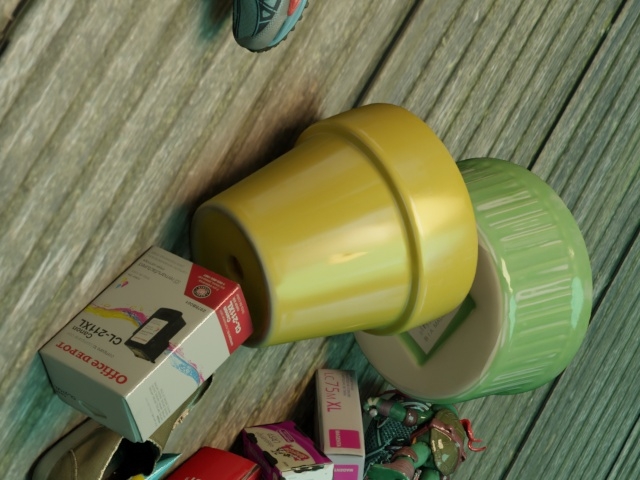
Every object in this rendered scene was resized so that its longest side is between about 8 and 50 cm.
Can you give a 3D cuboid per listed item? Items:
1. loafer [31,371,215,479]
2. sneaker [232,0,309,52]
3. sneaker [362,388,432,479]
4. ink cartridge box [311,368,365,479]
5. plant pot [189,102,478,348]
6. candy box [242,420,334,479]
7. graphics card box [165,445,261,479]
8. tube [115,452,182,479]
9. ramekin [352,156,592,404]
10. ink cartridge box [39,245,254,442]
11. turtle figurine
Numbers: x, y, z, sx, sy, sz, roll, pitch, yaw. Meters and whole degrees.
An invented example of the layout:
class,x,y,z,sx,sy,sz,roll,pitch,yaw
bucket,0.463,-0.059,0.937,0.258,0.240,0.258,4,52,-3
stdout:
class,x,y,z,sx,sy,sz,roll,pitch,yaw
loafer,-0.191,0.209,1.569,0.251,0.087,0.094,-45,142,-31
sneaker,-0.076,-0.310,1.421,0.125,0.104,0.262,-8,113,-35
sneaker,0.099,0.344,2.023,0.120,0.112,0.299,9,106,-13
ink cartridge box,0.014,0.343,1.896,0.186,0.065,0.311,-94,-171,-61
plant pot,0.000,0.000,1.595,0.239,0.254,0.254,-19,127,-30
candy box,-0.037,0.354,1.773,0.071,0.159,0.234,-7,103,-18
graphics card box,-0.170,0.454,1.737,0.233,0.094,0.371,-39,139,-49
tube,-0.240,0.289,1.574,0.207,0.080,0.052,-37,109,-35
ramekin,0.168,0.056,1.816,0.148,0.303,0.303,-12,120,-45
ink cartridge box,-0.174,0.102,1.487,0.175,0.127,0.072,-45,141,-31
turtle figurine,0.125,0.263,1.863,0.175,0.118,0.234,55,30,-14
